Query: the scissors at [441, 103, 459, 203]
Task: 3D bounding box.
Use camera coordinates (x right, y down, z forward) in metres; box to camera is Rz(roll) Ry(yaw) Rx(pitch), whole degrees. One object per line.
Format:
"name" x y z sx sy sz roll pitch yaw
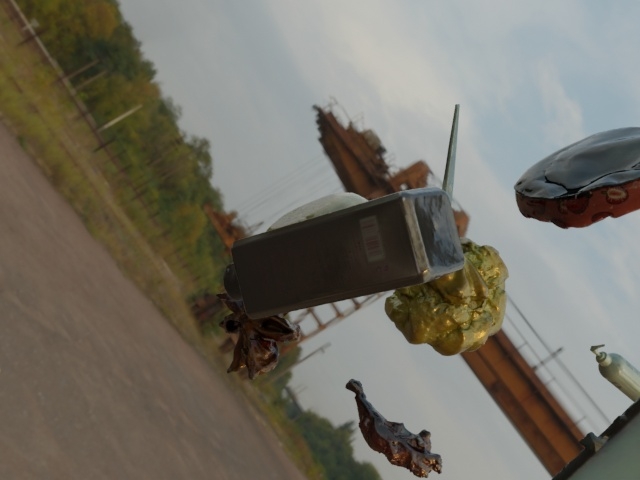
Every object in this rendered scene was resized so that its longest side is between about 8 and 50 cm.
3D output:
"scissors" 0.277 -0.077 1.735 0.029 0.192 0.447 11 -79 27

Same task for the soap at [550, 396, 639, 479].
"soap" 0.158 0.140 0.381 0.091 0.230 0.145 46 -2 26

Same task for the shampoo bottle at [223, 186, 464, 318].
"shampoo bottle" 0.007 0.017 0.734 0.246 0.079 0.080 -15 -93 37

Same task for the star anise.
"star anise" -0.100 0.132 1.322 0.212 0.111 0.196 40 -56 58

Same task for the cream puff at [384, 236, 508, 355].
"cream puff" 0.224 0.084 1.314 0.194 0.221 0.195 34 -40 35

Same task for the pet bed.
"pet bed" 0.309 -0.073 0.857 0.054 0.201 0.201 68 -12 -15

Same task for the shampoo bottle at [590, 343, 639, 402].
"shampoo bottle" 0.575 0.253 1.505 0.195 0.056 0.056 36 1 -26

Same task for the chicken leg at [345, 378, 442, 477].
"chicken leg" 0.119 0.331 1.346 0.219 0.089 0.048 34 -40 12

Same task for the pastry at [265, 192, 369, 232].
"pastry" 0.000 0.000 0.948 0.092 0.156 0.156 66 -11 -14
